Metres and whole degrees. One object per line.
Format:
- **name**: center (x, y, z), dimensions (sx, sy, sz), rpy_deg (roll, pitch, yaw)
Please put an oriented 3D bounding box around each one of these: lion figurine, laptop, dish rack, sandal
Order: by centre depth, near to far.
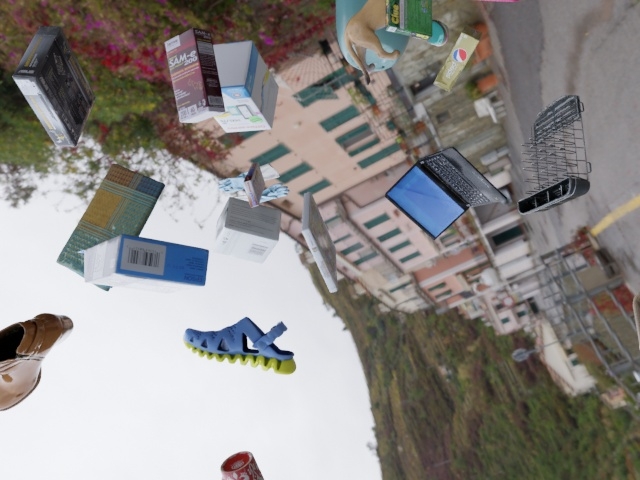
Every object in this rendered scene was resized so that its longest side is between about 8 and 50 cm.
- **dish rack**: center (0.561, -0.210, 1.373), dimensions (0.208, 0.074, 0.271), rpy_deg (141, 132, -71)
- **sandal**: center (-0.214, 0.271, 1.544), dimensions (0.126, 0.318, 0.138), rpy_deg (-172, 92, -85)
- **laptop**: center (0.368, -0.132, 1.692), dimensions (0.234, 0.136, 0.264), rpy_deg (39, 162, -16)
- **lion figurine**: center (0.177, -0.702, 1.734), dimensions (0.240, 0.392, 0.142), rpy_deg (30, -178, -34)

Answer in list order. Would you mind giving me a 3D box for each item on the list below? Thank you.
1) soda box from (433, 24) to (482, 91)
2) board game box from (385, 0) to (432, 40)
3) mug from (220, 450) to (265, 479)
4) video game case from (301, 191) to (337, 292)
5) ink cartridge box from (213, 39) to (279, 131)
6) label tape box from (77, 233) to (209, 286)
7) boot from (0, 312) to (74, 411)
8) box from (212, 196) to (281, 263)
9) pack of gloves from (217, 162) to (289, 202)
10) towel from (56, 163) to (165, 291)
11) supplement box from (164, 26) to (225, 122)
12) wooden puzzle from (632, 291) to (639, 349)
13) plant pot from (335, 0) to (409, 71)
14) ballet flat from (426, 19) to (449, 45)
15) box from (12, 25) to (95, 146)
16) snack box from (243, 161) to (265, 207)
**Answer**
- **soda box**: center (0.402, -0.533, 1.660), dimensions (0.058, 0.181, 0.061), rpy_deg (27, -133, 1)
- **board game box**: center (0.248, -0.694, 1.581), dimensions (0.030, 0.136, 0.259), rpy_deg (150, 125, -66)
- **mug**: center (-0.201, 0.657, 1.466), dimensions (0.150, 0.113, 0.169), rpy_deg (-31, -73, -49)
- **video game case**: center (0.000, 0.000, 1.558), dimensions (0.227, 0.026, 0.206), rpy_deg (-89, -22, -60)
- **ink cartridge box**: center (-0.296, -0.547, 2.039), dimensions (0.270, 0.198, 0.197), rpy_deg (51, -138, -63)
- **label tape box**: center (-0.488, 0.076, 1.515), dimensions (0.241, 0.334, 0.105), rpy_deg (13, -107, -38)
- **boot**: center (-0.694, 0.282, 1.268), dimensions (0.109, 0.283, 0.220), rpy_deg (44, 177, 3)
- **box**: center (-0.240, -0.029, 1.837), dimensions (0.182, 0.181, 0.118), rpy_deg (14, -123, -17)
- **pack of gloves**: center (-0.239, -0.175, 2.019), dimensions (0.195, 0.232, 0.046), rpy_deg (46, -146, -55)
- **towel**: center (-0.655, -0.048, 1.768), dimensions (0.272, 0.370, 0.040), rpy_deg (22, 171, 32)
- **supplement box**: center (-0.366, -0.476, 1.642), dimensions (0.073, 0.130, 0.239), rpy_deg (-13, -87, -54)
- **wooden puzzle**: center (0.784, 0.194, 1.078), dimensions (0.348, 0.323, 0.080), rpy_deg (-27, -63, -60)
- **plant pot**: center (0.189, -0.753, 2.013), dimensions (0.293, 0.293, 0.234), rpy_deg (36, -123, -62)
- **ballet flat**: center (0.370, -0.688, 1.862), dimensions (0.221, 0.079, 0.076), rpy_deg (42, 128, 51)
- **box**: center (-0.645, -0.375, 1.387), dimensions (0.231, 0.056, 0.182), rpy_deg (86, -173, -58)
- **snack box**: center (-0.159, -0.138, 1.368), dimensions (0.178, 0.022, 0.064), rpy_deg (-91, -13, -69)
